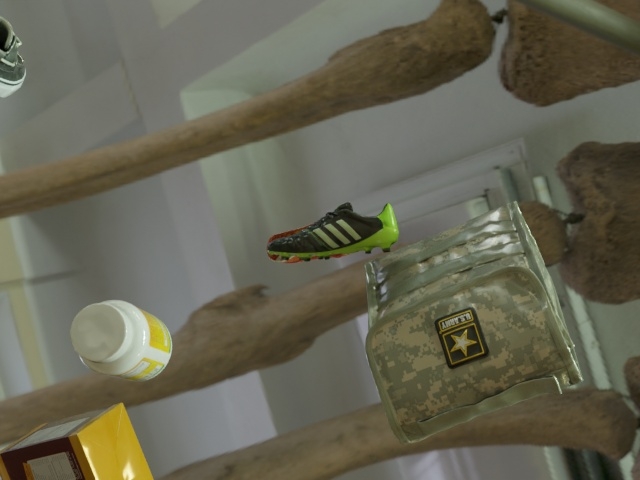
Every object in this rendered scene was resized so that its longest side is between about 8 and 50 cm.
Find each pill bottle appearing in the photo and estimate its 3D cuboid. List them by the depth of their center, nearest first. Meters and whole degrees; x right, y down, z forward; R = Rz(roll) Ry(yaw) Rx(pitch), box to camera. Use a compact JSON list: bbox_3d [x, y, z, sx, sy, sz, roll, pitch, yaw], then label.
[{"bbox_3d":[-0.316,0.158,1.385,0.117,0.208,0.118,-1,-103,6],"label":"pill bottle"}]

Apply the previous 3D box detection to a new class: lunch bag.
[{"bbox_3d":[0.187,0.110,1.116,0.235,0.287,0.169,-23,-61,15],"label":"lunch bag"}]

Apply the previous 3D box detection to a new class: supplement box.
[{"bbox_3d":[-0.409,0.404,1.480,0.194,0.129,0.191,-18,-84,25],"label":"supplement box"}]

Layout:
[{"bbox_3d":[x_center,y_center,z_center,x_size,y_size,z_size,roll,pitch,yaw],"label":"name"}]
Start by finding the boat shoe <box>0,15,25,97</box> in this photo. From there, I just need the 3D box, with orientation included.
[{"bbox_3d":[-0.574,-0.330,1.516,0.121,0.335,0.119,44,-84,-6],"label":"boat shoe"}]

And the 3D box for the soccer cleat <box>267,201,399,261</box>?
[{"bbox_3d":[0.015,-0.012,1.183,0.178,0.060,0.072,-7,-94,1],"label":"soccer cleat"}]

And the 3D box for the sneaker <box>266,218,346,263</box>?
[{"bbox_3d":[0.000,0.000,1.365,0.175,0.067,0.064,-5,-96,31],"label":"sneaker"}]
